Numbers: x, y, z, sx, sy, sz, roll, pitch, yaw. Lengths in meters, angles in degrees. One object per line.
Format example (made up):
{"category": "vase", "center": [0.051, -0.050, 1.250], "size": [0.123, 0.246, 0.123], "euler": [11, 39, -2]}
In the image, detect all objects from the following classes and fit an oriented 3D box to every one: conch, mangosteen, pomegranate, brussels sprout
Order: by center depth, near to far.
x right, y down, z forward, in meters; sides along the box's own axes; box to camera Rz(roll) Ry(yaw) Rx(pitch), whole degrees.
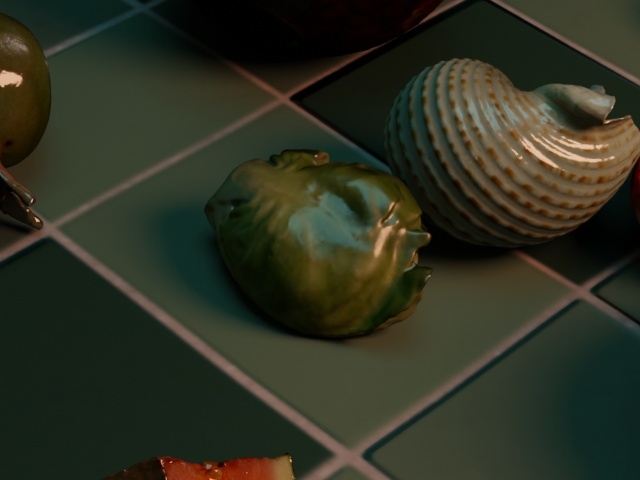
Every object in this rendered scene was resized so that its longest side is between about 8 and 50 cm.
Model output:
{"category": "brussels sprout", "center": [-0.001, -0.002, 1.456], "size": [0.181, 0.100, 0.139], "euler": [33, 64, 9]}
{"category": "conch", "center": [0.139, -0.057, 1.485], "size": [0.200, 0.172, 0.131], "euler": [13, 69, 53]}
{"category": "pomegranate", "center": [-0.273, -0.088, 1.517], "size": [0.152, 0.131, 0.191], "euler": [-12, 66, -26]}
{"category": "mangosteen", "center": [0.001, -0.298, 1.660], "size": [0.311, 0.311, 0.311], "euler": [2, 41, -2]}

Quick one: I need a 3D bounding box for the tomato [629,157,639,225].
{"category": "tomato", "center": [0.329, -0.029, 1.517], "size": [0.174, 0.082, 0.166], "euler": [11, 37, 14]}

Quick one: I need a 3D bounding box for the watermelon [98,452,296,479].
{"category": "watermelon", "center": [-0.087, 0.194, 1.227], "size": [0.193, 0.137, 0.145], "euler": [33, 14, 29]}
